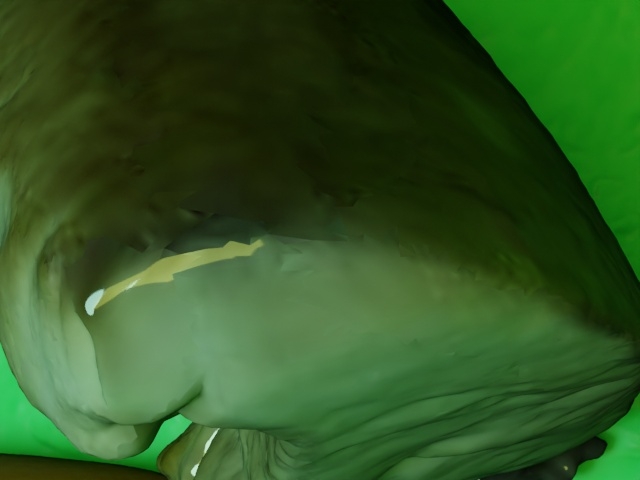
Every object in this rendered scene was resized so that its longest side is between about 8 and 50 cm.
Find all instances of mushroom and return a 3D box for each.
[{"bbox_3d":[-0.015,-0.041,0.674,0.224,0.397,0.313,-20,79,1],"label":"mushroom"}]

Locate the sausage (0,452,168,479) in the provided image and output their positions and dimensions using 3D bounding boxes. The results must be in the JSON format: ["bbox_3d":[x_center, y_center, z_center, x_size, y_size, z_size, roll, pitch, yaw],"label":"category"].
[{"bbox_3d":[-0.176,0.154,0.880,0.274,0.105,0.105,2,91,15],"label":"sausage"}]
